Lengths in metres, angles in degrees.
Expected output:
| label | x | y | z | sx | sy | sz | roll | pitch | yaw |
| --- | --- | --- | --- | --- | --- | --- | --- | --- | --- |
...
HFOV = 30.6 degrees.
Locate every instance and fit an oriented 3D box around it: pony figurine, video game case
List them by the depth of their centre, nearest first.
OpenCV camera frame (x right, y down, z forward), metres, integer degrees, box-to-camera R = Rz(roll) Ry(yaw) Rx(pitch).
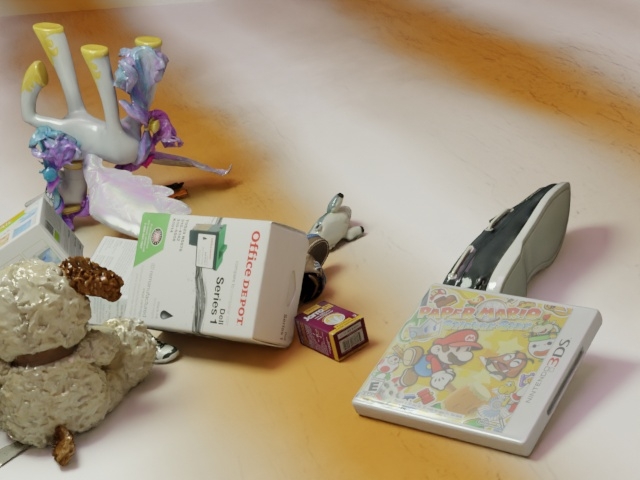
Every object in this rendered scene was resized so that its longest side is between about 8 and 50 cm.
| label | x | y | z | sx | sy | sz | roll | pitch | yaw |
| --- | --- | --- | --- | --- | --- | --- | --- | --- | --- |
| video game case | 0.179 | 0.139 | 1.342 | 0.227 | 0.026 | 0.206 | 8 | 46 | 38 |
| pony figurine | -0.347 | -0.163 | 1.983 | 0.351 | 0.363 | 0.303 | 9 | 27 | 10 |

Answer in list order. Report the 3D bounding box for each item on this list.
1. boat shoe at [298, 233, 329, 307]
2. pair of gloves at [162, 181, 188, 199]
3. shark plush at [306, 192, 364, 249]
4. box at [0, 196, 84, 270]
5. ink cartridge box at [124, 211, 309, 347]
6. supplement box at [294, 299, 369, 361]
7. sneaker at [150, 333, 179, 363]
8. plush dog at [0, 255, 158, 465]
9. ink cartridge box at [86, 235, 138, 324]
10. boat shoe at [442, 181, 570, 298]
| label | x | y | z | sx | sy | sz | roll | pitch | yaw |
| --- | --- | --- | --- | --- | --- | --- | --- | --- | --- |
| boat shoe | -0.028 | 0.057 | 1.642 | 0.066 | 0.066 | 0.183 | 10 | 42 | 30 |
| pair of gloves | -0.278 | -0.083 | 2.115 | 0.074 | 0.010 | 0.083 | -18 | 23 | -7 |
| shark plush | 0.000 | 0.000 | 1.794 | 0.067 | 0.073 | 0.161 | -11 | 37 | 56 |
| box | -0.463 | 0.046 | 1.728 | 0.203 | 0.103 | 0.114 | -34 | 24 | 4 |
| ink cartridge box | -0.140 | 0.050 | 1.563 | 0.219 | 0.160 | 0.092 | 3 | -9 | 32 |
| supplement box | 0.014 | 0.116 | 1.509 | 0.055 | 0.043 | 0.083 | -29 | 29 | -30 |
| sneaker | -0.228 | 0.141 | 1.573 | 0.083 | 0.037 | 0.032 | 5 | 27 | 29 |
| plush dog | -0.341 | 0.129 | 1.419 | 0.262 | 0.225 | 0.210 | -13 | 24 | -4 |
| ink cartridge box | -0.237 | 0.069 | 1.744 | 0.232 | 0.066 | 0.189 | 11 | 26 | 0 |
| boat shoe | 0.252 | 0.004 | 1.557 | 0.091 | 0.114 | 0.302 | 10 | 31 | 29 |
